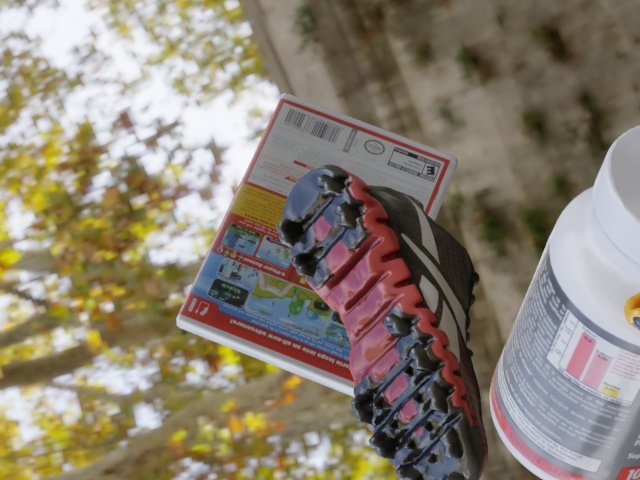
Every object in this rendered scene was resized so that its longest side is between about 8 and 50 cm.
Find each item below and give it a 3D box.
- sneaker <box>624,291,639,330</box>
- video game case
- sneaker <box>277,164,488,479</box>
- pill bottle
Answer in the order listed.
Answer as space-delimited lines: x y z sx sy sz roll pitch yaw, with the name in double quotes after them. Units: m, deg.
0.267 -0.021 1.177 0.083 0.084 0.215 8 -77 -8 "sneaker"
0.000 0.000 1.793 0.204 0.025 0.285 21 -113 6 "video game case"
0.074 0.065 1.303 0.135 0.097 0.276 4 -127 -43 "sneaker"
0.307 0.071 1.695 0.210 0.363 0.210 7 -133 -7 "pill bottle"
